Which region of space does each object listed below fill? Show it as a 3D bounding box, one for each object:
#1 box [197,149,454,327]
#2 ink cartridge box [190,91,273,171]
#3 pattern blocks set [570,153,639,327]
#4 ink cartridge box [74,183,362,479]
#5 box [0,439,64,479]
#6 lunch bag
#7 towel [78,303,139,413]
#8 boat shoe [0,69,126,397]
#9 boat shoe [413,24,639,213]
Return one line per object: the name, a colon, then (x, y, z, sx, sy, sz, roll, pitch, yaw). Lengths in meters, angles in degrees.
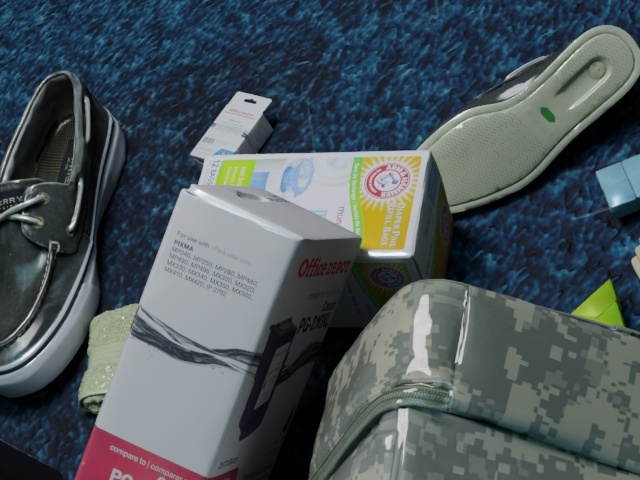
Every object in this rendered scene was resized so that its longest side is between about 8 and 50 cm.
box: (0.000, 0.000, 1.329, 0.203, 0.103, 0.114, 0, 53, 19)
ink cartridge box: (-0.080, -0.100, 1.521, 0.048, 0.028, 0.083, 18, 63, 37)
pattern blocks set: (0.329, 0.036, 1.195, 0.285, 0.026, 0.325, -14, 48, 16)
ink cartridge box: (-0.072, 0.086, 1.184, 0.100, 0.172, 0.237, 23, 97, 14)
box: (-0.292, 0.324, 1.099, 0.294, 0.183, 0.296, -42, 47, 7)
lunch bag: (0.128, 0.198, 0.968, 0.305, 0.212, 0.256, 21, 52, -12)
towel: (-0.141, 0.093, 1.393, 0.148, 0.027, 0.110, -13, 47, 18)
boat shoe: (-0.272, -0.015, 1.487, 0.121, 0.119, 0.335, -11, 49, 20)
boat shoe: (0.171, -0.100, 1.374, 0.233, 0.084, 0.079, -35, 7, 6)
